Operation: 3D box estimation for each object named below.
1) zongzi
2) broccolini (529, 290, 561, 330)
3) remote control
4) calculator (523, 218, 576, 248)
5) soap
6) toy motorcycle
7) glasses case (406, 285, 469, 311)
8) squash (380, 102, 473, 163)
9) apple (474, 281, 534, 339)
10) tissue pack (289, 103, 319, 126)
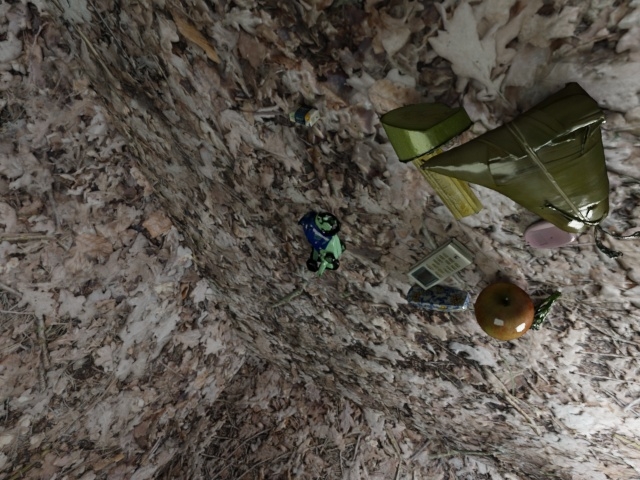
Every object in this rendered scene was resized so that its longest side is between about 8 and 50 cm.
[{"bbox_3d":[0.518,-0.108,1.069,0.418,0.181,0.447,-20,120,21],"label":"zongzi"},{"bbox_3d":[0.742,0.236,1.434,0.074,0.058,0.201,22,144,12],"label":"broccolini"},{"bbox_3d":[0.430,0.092,1.557,0.103,0.055,0.277,40,145,-1],"label":"remote control"},{"bbox_3d":[0.671,-0.022,1.234,0.103,0.024,0.166,45,146,-9],"label":"calculator"},{"bbox_3d":[0.389,-0.173,1.307,0.252,0.037,0.092,49,143,-14],"label":"soap"},{"bbox_3d":[0.000,0.000,1.797,0.196,0.125,0.331,24,140,24],"label":"toy motorcycle"},{"bbox_3d":[0.453,0.225,1.661,0.248,0.087,0.065,2,144,40],"label":"glasses case"},{"bbox_3d":[0.282,-0.303,1.114,0.220,0.220,0.133,-7,115,46],"label":"squash"},{"bbox_3d":[0.618,0.242,1.442,0.188,0.188,0.174,19,146,27],"label":"apple"},{"bbox_3d":[-0.053,-0.414,1.411,0.083,0.062,0.042,22,148,24],"label":"tissue pack"}]
